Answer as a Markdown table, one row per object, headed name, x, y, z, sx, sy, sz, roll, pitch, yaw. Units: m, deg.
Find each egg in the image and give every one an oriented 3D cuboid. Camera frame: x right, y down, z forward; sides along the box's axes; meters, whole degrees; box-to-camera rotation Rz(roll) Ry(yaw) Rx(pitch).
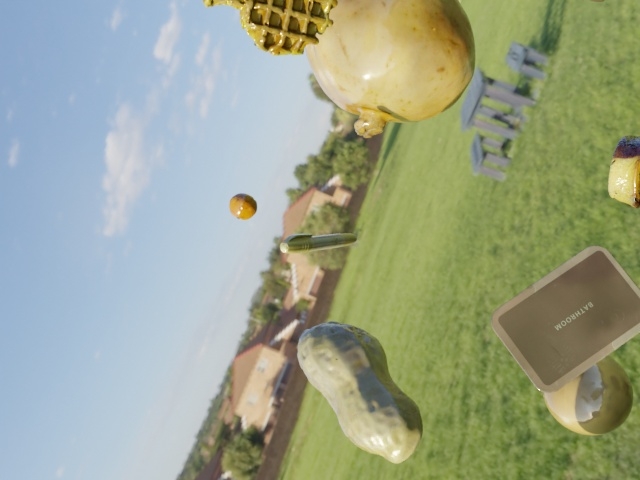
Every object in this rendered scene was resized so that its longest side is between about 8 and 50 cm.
| name | x | y | z | sx | sy | sz | roll | pitch | yaw |
| --- | --- | --- | --- | --- | --- | --- | --- | --- | --- |
| egg | 0.640 | 0.364 | 1.792 | 0.244 | 0.201 | 0.201 | -67 | 0 | -84 |

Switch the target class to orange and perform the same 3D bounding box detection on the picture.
| name | x | y | z | sx | sy | sz | roll | pitch | yaw |
| --- | --- | --- | --- | --- | --- | --- | --- | --- | --- |
| orange | -0.224 | -0.099 | 2.187 | 0.083 | 0.083 | 0.083 | -158 | 90 | -88 |

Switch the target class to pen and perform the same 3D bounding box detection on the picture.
| name | x | y | z | sx | sy | sz | roll | pitch | yaw |
| --- | --- | --- | --- | --- | --- | --- | --- | --- | --- |
| pen | 0.000 | 0.000 | 1.564 | 0.233 | 0.032 | 0.040 | -9 | -80 | -50 |

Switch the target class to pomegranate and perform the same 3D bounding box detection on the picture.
| name | x | y | z | sx | sy | sz | roll | pitch | yaw |
| --- | --- | --- | --- | --- | --- | --- | --- | --- | --- |
| pomegranate | 0.165 | -0.438 | 1.794 | 0.411 | 0.411 | 0.411 | -158 | 90 | -88 |

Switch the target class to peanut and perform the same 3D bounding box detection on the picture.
| name | x | y | z | sx | sy | sz | roll | pitch | yaw |
| --- | --- | --- | --- | --- | --- | --- | --- | --- | --- |
| peanut | 0.070 | 0.262 | 1.344 | 0.313 | 0.149 | 0.149 | 56 | 135 | 40 |

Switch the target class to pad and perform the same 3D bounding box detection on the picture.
| name | x | y | z | sx | sy | sz | roll | pitch | yaw |
| --- | --- | --- | --- | --- | --- | --- | --- | --- | --- |
| pad | 0.453 | 0.137 | 1.351 | 0.266 | 0.176 | 0.002 | -33 | -14 | -8 |

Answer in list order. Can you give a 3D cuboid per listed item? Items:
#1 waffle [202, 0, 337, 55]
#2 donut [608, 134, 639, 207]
| name | x | y | z | sx | sy | sz | roll | pitch | yaw |
| --- | --- | --- | --- | --- | --- | --- | --- | --- | --- |
| waffle | -0.091 | -0.451 | 1.376 | 0.056 | 0.249 | 0.253 | 43 | 156 | 61 |
| donut | 0.546 | -0.121 | 1.317 | 0.140 | 0.059 | 0.140 | -25 | -59 | -52 |
